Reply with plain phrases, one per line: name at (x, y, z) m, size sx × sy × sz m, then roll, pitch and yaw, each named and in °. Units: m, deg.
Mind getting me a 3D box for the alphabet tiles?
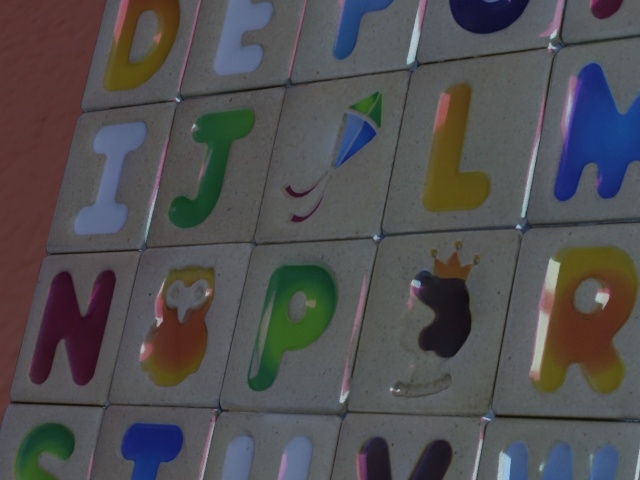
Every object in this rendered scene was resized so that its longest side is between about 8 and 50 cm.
alphabet tiles at (0.000, 0.000, 0.637) m, size 0.285 × 0.011 × 0.342 m, roll -3°, pitch 69°, yaw 45°
